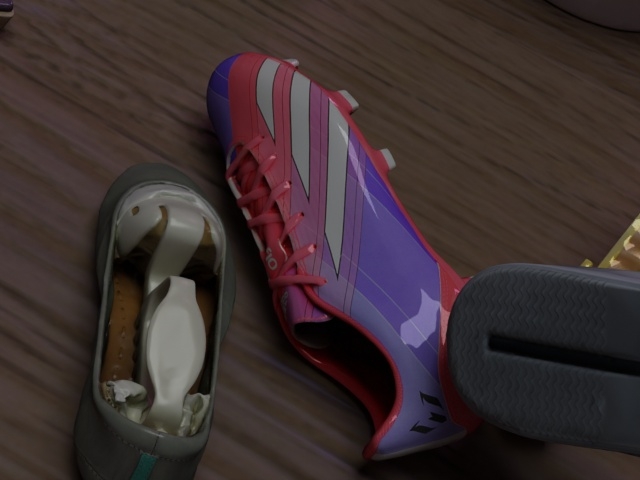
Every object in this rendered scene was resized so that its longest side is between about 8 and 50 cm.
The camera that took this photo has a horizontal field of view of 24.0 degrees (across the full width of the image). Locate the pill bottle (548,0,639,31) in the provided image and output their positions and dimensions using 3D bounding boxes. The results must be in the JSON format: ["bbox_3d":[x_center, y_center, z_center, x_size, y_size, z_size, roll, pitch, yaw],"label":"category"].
[{"bbox_3d":[0.262,-0.342,0.963,0.229,0.407,0.229,14,44,-14],"label":"pill bottle"}]

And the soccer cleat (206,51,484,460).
[{"bbox_3d":[0.000,0.000,0.755,0.095,0.083,0.248,-25,63,-27],"label":"soccer cleat"}]

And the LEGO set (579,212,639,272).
[{"bbox_3d":[0.223,0.013,0.803,0.107,0.132,0.287,35,42,21],"label":"LEGO set"}]

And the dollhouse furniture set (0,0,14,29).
[{"bbox_3d":[-0.190,-0.113,0.759,0.091,0.081,0.114,3,49,-25],"label":"dollhouse furniture set"}]

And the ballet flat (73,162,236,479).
[{"bbox_3d":[-0.069,0.025,0.699,0.072,0.068,0.213,14,45,-14],"label":"ballet flat"}]

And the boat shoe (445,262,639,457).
[{"bbox_3d":[0.191,0.056,0.599,0.302,0.109,0.094,15,15,41],"label":"boat shoe"}]
